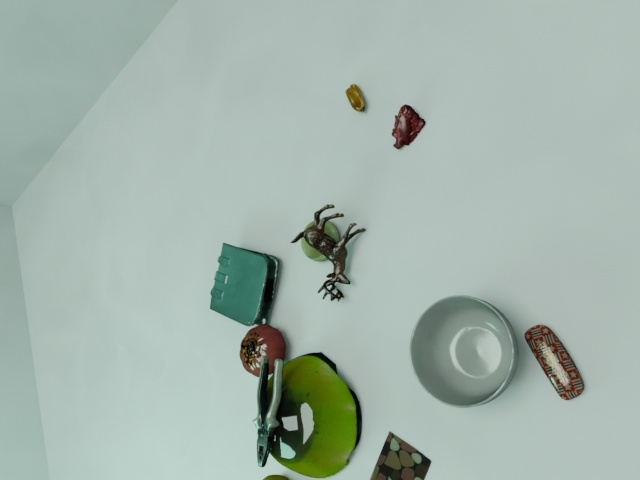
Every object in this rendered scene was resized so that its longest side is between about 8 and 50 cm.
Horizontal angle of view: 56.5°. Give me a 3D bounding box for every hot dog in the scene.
[{"bbox_3d":[0.123,-0.482,2.036,0.056,0.041,0.133,-39,51,26],"label":"hot dog"}]

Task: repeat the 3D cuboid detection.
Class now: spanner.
[{"bbox_3d":[-0.162,0.523,1.823,0.095,0.040,0.325,-3,77,39],"label":"spanner"}]

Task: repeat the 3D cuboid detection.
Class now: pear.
[{"bbox_3d":[-0.073,0.555,1.879,0.398,0.165,0.399,-10,74,37],"label":"pear"}]

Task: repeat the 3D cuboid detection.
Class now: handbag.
[{"bbox_3d":[-0.273,0.160,2.179,0.274,0.100,0.269,10,91,41],"label":"handbag"}]

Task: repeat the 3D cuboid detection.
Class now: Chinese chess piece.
[{"bbox_3d":[0.000,0.000,2.014,0.144,0.058,0.144,-12,72,38],"label":"Chinese chess piece"}]

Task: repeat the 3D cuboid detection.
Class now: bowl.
[{"bbox_3d":[0.394,0.292,1.573,0.286,0.143,0.287,-10,74,38],"label":"bowl"}]

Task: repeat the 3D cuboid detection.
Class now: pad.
[{"bbox_3d":[0.216,0.696,1.719,0.158,0.003,0.235,25,96,40],"label":"pad"}]

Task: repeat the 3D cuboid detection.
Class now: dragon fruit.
[{"bbox_3d":[0.256,-0.359,1.880,0.131,0.063,0.097,-53,53,17],"label":"dragon fruit"}]

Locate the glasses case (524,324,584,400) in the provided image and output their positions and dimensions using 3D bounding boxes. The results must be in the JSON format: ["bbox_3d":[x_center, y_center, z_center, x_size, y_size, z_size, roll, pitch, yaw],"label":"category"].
[{"bbox_3d":[0.581,0.298,1.481,0.073,0.049,0.195,-40,58,25],"label":"glasses case"}]

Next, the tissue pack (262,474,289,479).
[{"bbox_3d":[-0.128,0.833,1.889,0.178,0.127,0.123,27,95,39],"label":"tissue pack"}]

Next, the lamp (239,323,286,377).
[{"bbox_3d":[-0.205,0.377,2.043,0.182,0.140,0.182,-15,68,40],"label":"lamp"}]

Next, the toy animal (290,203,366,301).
[{"bbox_3d":[0.032,0.041,1.926,0.243,0.087,0.260,38,97,5],"label":"toy animal"}]
